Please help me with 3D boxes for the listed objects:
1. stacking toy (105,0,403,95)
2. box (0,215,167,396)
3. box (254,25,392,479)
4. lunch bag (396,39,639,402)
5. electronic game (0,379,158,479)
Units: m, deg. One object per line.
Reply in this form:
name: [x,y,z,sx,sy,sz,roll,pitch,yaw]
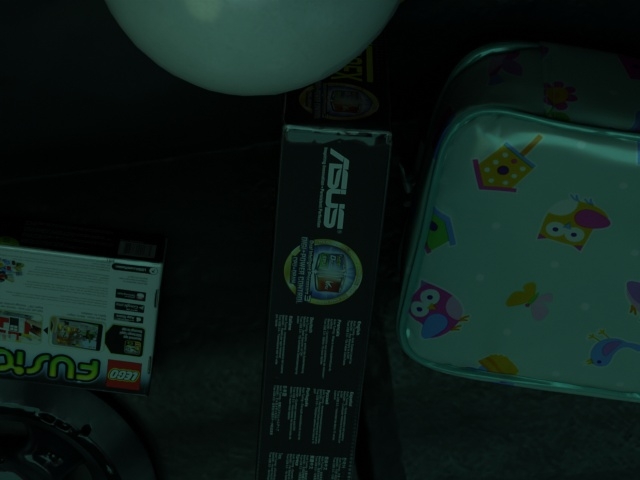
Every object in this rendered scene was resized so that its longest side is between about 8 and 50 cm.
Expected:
stacking toy: [-0.033,-0.193,0.758,0.350,0.480,0.351,1,122,1]
box: [-0.212,0.040,1.168,0.207,0.036,0.114,8,122,-4]
box: [0.000,0.000,1.034,0.060,0.216,0.270,4,121,-2]
lunch bag: [0.183,-0.001,1.093,0.279,0.108,0.224,10,127,-3]
electronic game: [-0.232,0.188,1.254,0.229,0.048,0.229,-1,115,-3]
